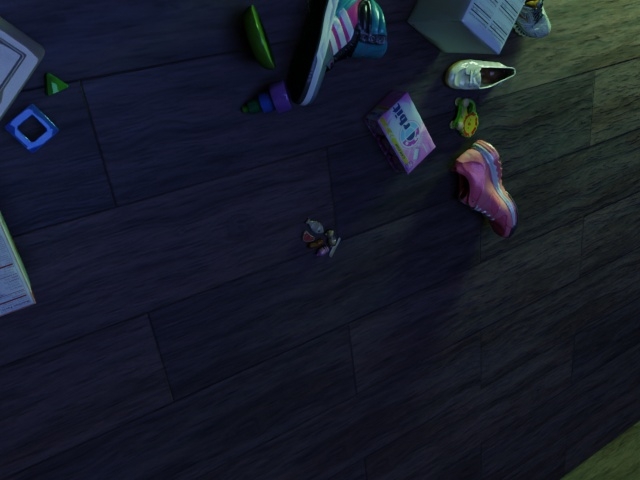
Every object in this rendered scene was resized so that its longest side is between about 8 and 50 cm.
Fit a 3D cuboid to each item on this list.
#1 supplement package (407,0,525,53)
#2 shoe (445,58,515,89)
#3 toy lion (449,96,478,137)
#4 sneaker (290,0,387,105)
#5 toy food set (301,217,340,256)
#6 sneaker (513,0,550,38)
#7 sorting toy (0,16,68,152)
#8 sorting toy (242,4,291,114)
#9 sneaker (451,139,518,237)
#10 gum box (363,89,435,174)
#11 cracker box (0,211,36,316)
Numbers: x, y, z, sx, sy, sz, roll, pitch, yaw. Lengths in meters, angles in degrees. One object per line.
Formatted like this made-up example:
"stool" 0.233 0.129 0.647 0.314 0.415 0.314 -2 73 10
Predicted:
"supplement package" 0.351 -0.564 1.321 0.149 0.194 0.203 23 95 -36
"shoe" 0.424 -0.440 1.498 0.219 0.058 0.076 -14 114 -28
"toy lion" 0.398 -0.333 1.542 0.096 0.034 0.100 -1 108 -40
"sneaker" 0.050 -0.413 1.228 0.178 0.124 0.295 16 92 -28
"toy food set" 0.000 0.000 1.414 0.122 0.019 0.078 26 93 -36
"sneaker" 0.547 -0.612 1.493 0.225 0.093 0.088 29 91 -37
"sorting toy" -0.584 -0.289 0.918 0.347 0.047 0.196 35 83 -37
"sorting toy" -0.174 -0.407 1.123 0.126 0.127 0.365 -18 123 6
"sneaker" 0.459 -0.126 1.624 0.136 0.116 0.314 -31 115 -8
"gum box" 0.202 -0.266 1.418 0.107 0.062 0.188 -45 125 -11
"cracker box" -0.566 -0.006 0.965 0.067 0.156 0.232 -22 119 -25
